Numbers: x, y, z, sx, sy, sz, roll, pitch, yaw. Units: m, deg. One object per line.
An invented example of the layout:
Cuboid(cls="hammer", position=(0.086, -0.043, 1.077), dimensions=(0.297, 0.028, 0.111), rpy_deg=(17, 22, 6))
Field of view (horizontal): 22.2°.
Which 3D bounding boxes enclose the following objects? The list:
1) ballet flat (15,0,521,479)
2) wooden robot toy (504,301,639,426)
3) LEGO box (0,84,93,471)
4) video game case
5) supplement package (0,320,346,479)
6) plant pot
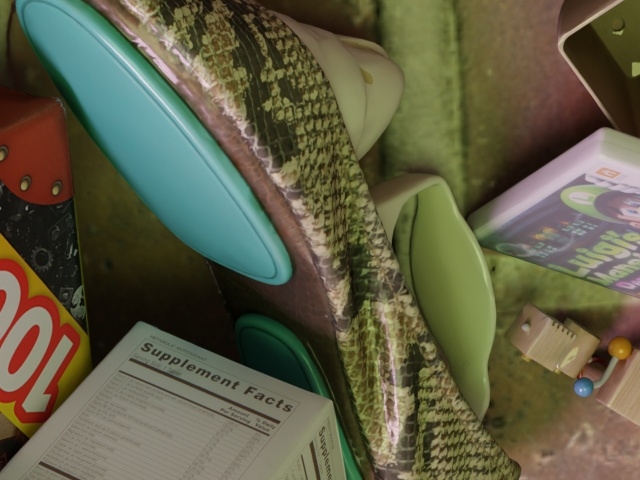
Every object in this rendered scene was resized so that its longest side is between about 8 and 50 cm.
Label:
Cuboid(cls="ballet flat", position=(0.000, 0.000, 0.944), dimensions=(0.182, 0.164, 0.482), rpy_deg=(-41, 124, -23))
Cuboid(cls="wooden robot toy", position=(0.201, 0.071, 1.036), dimensions=(0.173, 0.076, 0.079), rpy_deg=(31, 96, -18))
Cuboid(cls="LEGO box", position=(-0.305, 0.191, 0.874), dimensions=(0.193, 0.372, 0.500), rpy_deg=(17, 124, 31))
Cuboid(cls="video game case", position=(0.196, -0.004, 0.948), dimensions=(0.173, 0.190, 0.022), rpy_deg=(18, 72, -12))
Cuboid(cls="supplement package", position=(-0.104, 0.185, 0.864), dimensions=(0.139, 0.244, 0.133), rpy_deg=(21, 141, 27))
Cuboid(cls="plant pot", position=(0.197, -0.119, 0.918), dimensions=(0.109, 0.096, 0.109), rpy_deg=(-33, 115, 14))
